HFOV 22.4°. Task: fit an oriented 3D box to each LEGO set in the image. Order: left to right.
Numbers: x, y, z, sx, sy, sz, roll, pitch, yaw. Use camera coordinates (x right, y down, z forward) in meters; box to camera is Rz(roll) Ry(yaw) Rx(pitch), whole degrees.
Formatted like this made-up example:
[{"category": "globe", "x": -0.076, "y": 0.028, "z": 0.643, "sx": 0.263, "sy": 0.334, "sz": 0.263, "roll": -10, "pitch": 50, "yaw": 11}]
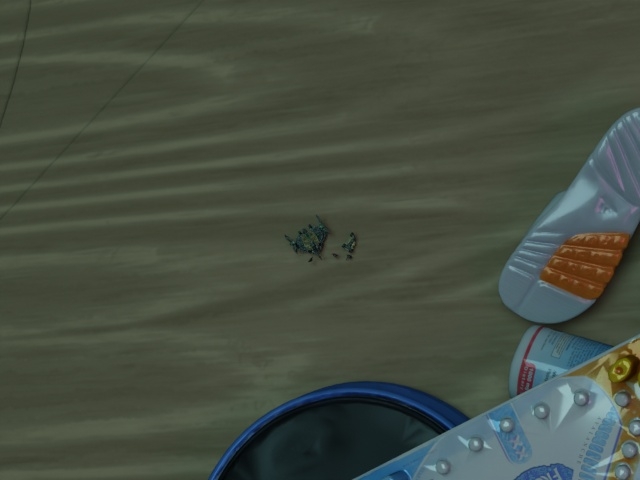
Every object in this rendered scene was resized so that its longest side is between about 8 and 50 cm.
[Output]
[{"category": "LEGO set", "x": 0.000, "y": 0.003, "z": 1.867, "sx": 0.083, "sy": 0.023, "sz": 0.054, "roll": 26, "pitch": 89, "yaw": 11}]

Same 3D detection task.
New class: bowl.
[{"category": "bowl", "x": 0.037, "y": 0.342, "z": 1.736, "sx": 0.391, "sy": 0.077, "sz": 0.391, "roll": -5, "pitch": 76, "yaw": 19}]

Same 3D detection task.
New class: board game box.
[{"category": "board game box", "x": 0.253, "y": 0.335, "z": 1.554, "sx": 0.390, "sy": 0.050, "sz": 0.390, "roll": -30, "pitch": 77, "yaw": 20}]

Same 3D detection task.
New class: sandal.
[{"category": "sandal", "x": 0.295, "y": -0.025, "z": 1.728, "sx": 0.102, "sy": 0.076, "sz": 0.265, "roll": 35, "pitch": 103, "yaw": 3}]

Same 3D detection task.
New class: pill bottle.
[{"category": "pill bottle", "x": 0.284, "y": 0.149, "z": 1.683, "sx": 0.160, "sy": 0.087, "sz": 0.087, "roll": 15, "pitch": 83, "yaw": 24}]
